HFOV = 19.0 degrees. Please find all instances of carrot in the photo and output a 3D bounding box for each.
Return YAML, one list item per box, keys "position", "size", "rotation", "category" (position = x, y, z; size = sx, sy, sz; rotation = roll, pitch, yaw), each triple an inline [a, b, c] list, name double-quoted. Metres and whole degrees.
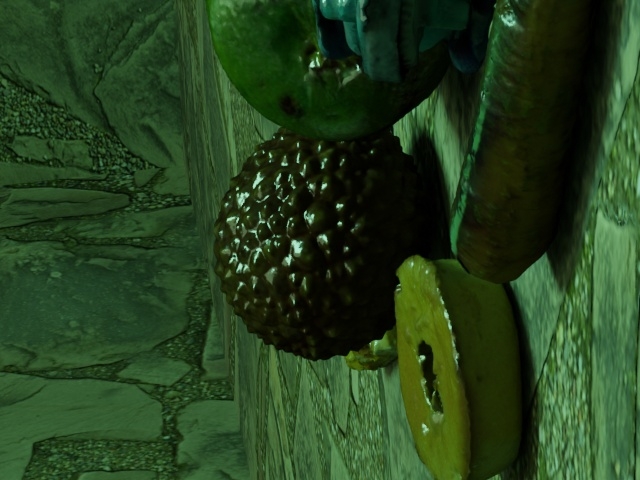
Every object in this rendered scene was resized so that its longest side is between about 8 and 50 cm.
- position: [0.120, -0.070, 1.136]
  size: [0.260, 0.070, 0.070]
  rotation: [95, 166, -49]
  category: "carrot"

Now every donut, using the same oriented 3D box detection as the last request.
- position: [0.104, 0.092, 1.387]
  size: [0.162, 0.065, 0.178]
  rotation: [-113, 19, -47]
  category: "donut"

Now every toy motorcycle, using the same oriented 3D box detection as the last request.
- position: [0.061, -0.233, 1.193]
  size: [0.206, 0.154, 0.260]
  rotation: [-56, -28, -66]
  category: "toy motorcycle"

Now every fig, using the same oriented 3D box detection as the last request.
- position: [0.033, -0.195, 1.448]
  size: [0.235, 0.203, 0.203]
  rotation: [-44, -39, -48]
  category: "fig"

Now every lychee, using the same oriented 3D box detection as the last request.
- position: [0.000, 0.000, 1.594]
  size: [0.238, 0.200, 0.200]
  rotation: [119, 145, -56]
  category: "lychee"

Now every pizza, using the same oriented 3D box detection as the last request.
- position: [0.041, 0.076, 1.849]
  size: [0.175, 0.046, 0.134]
  rotation: [-113, 18, -61]
  category: "pizza"

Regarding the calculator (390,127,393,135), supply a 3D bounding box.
- position: [0.030, -0.127, 1.843]
  size: [0.274, 0.028, 0.166]
  rotation: [-109, 18, -48]
  category: "calculator"
